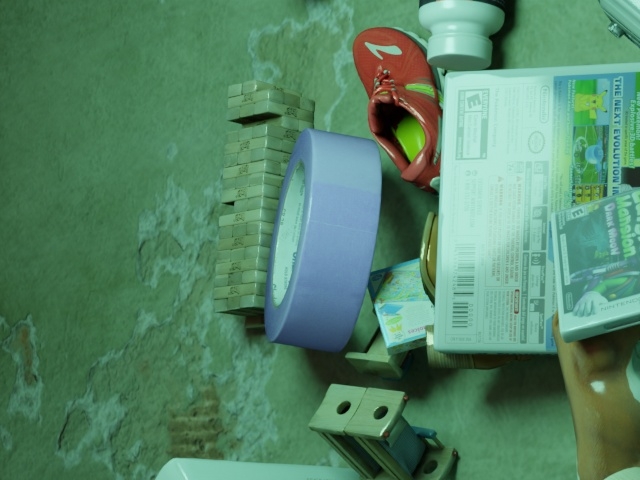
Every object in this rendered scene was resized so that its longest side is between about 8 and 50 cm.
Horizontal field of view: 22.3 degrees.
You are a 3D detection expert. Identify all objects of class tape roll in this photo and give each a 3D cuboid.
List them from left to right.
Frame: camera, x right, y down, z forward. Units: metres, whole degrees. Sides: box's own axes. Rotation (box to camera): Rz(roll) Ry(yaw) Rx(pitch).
[{"bbox_3d":[0.000,0.000,2.047,0.275,0.090,0.274,-170,90,-81],"label":"tape roll"}]

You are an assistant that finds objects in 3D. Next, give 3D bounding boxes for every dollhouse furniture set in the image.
[{"bbox_3d":[0.105,0.194,1.994,0.129,0.129,0.183,2,53,46],"label":"dollhouse furniture set"}]

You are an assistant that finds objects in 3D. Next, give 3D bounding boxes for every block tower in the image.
[{"bbox_3d":[-0.078,-0.049,2.235,0.091,0.097,0.335,-8,76,46],"label":"block tower"}]

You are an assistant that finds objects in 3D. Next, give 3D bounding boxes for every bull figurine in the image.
[{"bbox_3d":[0.338,0.203,1.704,0.188,0.101,0.310,-13,93,23],"label":"bull figurine"}]

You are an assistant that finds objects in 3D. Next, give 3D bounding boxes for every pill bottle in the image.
[{"bbox_3d":[0.177,-0.314,2.018,0.108,0.108,0.193,-6,77,45],"label":"pill bottle"}]

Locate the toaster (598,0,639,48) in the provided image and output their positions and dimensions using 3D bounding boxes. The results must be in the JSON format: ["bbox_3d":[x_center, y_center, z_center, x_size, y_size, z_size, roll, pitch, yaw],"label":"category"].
[{"bbox_3d":[0.420,-0.272,1.732,0.227,0.129,0.146,-41,56,10],"label":"toaster"}]

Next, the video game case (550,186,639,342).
[{"bbox_3d":[0.330,0.014,1.701,0.173,0.022,0.190,-16,38,18],"label":"video game case"}]

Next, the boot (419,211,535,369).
[{"bbox_3d":[0.196,0.056,1.905,0.152,0.073,0.197,-6,76,6],"label":"boot"}]

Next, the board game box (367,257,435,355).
[{"bbox_3d":[0.141,0.068,1.959,0.154,0.026,0.103,-15,62,-1],"label":"board game box"}]

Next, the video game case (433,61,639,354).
[{"bbox_3d":[0.279,-0.035,1.819,0.300,0.036,0.329,-1,79,22],"label":"video game case"}]

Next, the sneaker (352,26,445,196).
[{"bbox_3d":[0.102,-0.177,2.058,0.107,0.118,0.279,-47,51,28],"label":"sneaker"}]

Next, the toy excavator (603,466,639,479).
[{"bbox_3d":[0.349,0.374,1.382,0.222,0.445,0.432,32,121,44],"label":"toy excavator"}]

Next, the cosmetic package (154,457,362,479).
[{"bbox_3d":[-0.055,0.509,1.913,0.329,0.327,0.393,-54,49,23],"label":"cosmetic package"}]
